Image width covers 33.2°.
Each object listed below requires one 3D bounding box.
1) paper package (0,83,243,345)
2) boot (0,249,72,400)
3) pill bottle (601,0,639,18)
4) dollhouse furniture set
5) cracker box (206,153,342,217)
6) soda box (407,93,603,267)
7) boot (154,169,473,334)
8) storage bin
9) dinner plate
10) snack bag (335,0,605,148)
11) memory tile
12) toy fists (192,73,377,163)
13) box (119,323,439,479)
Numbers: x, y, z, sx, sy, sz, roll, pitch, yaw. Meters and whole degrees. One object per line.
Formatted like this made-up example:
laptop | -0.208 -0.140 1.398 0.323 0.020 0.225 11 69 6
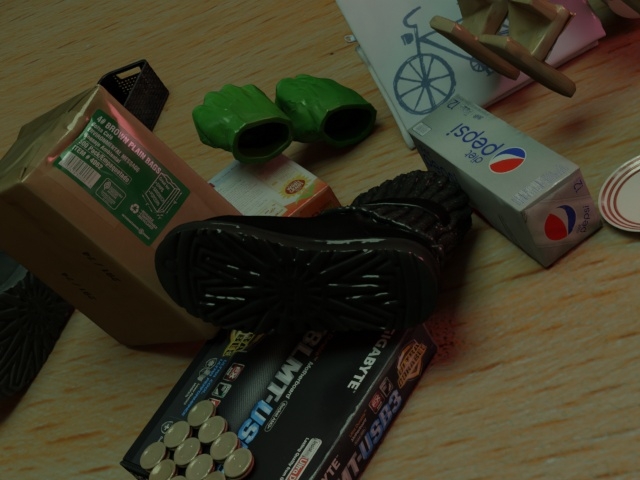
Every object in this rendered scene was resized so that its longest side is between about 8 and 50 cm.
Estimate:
paper package | -0.274 -0.017 1.428 0.309 0.325 0.168 -11 41 55
boot | -0.625 0.129 1.759 0.445 0.146 0.367 -5 34 31
pill bottle | 0.445 -0.411 1.544 0.117 0.117 0.215 -17 38 24
dollhouse furniture set | 0.403 -0.338 1.347 0.362 0.256 0.394 -60 29 6
cracker box | -0.086 -0.050 1.599 0.155 0.067 0.232 -39 35 -9
soda box | 0.224 -0.082 1.348 0.091 0.098 0.286 -36 35 -5
boot | 0.001 0.004 1.297 0.347 0.131 0.260 6 26 11
storage bin | -0.384 -0.256 2.086 0.122 0.084 0.180 -15 40 27
dinner plate | 0.394 -0.057 1.247 0.141 0.017 0.141 -22 37 18
snack bag | 0.185 -0.355 1.547 0.323 0.343 0.037 -30 -2 9
memory tile | -0.141 0.250 1.211 0.113 0.012 0.148 -42 35 -7
toy fists | -0.058 -0.188 1.637 0.279 0.096 0.142 -14 40 -29
box | -0.052 0.195 1.273 0.293 0.073 0.296 7 52 46
